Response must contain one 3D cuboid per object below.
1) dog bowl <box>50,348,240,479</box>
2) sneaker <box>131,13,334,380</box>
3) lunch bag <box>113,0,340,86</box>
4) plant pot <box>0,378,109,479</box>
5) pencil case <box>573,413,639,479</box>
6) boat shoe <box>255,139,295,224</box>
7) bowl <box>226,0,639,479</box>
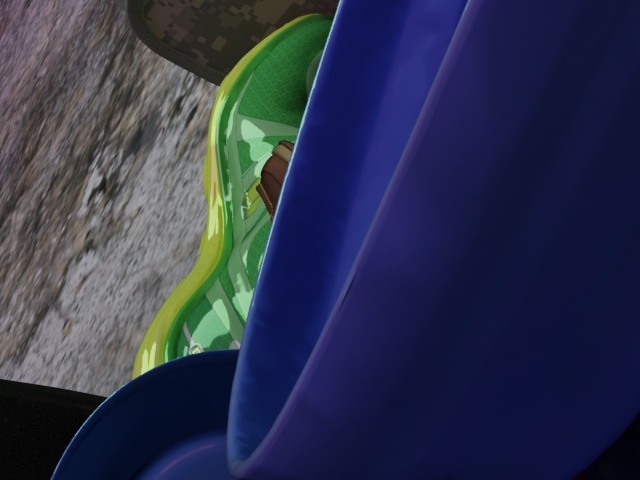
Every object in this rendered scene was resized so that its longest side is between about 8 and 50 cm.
[{"bbox_3d":[-0.066,0.188,0.774,0.297,0.166,0.074,-66,11,-10],"label":"dog bowl"},{"bbox_3d":[0.000,0.000,0.948,0.123,0.109,0.295,-13,43,27],"label":"sneaker"},{"bbox_3d":[-0.036,-0.235,1.062,0.235,0.287,0.169,-50,-12,32],"label":"lunch bag"},{"bbox_3d":[-0.177,0.171,1.013,0.187,0.167,0.188,-25,43,56],"label":"plant pot"},{"bbox_3d":[0.119,0.102,0.448,0.119,0.133,0.306,-21,19,2],"label":"pencil case"},{"bbox_3d":[0.002,0.009,0.792,0.060,0.064,0.178,-47,28,4],"label":"boat shoe"},{"bbox_3d":[0.072,-0.113,0.499,0.391,0.077,0.391,-162,90,-85],"label":"bowl"}]
